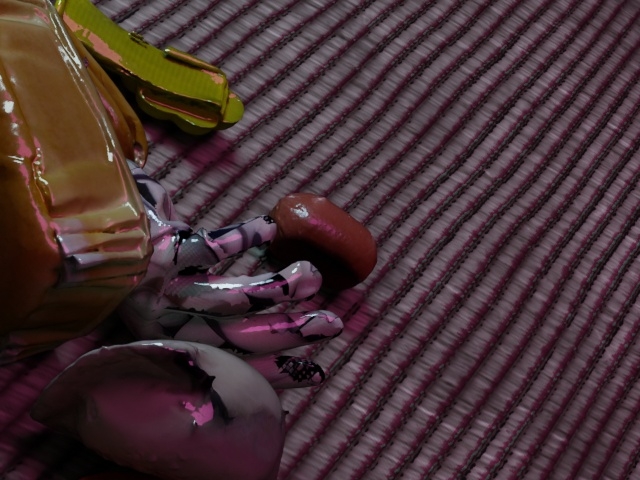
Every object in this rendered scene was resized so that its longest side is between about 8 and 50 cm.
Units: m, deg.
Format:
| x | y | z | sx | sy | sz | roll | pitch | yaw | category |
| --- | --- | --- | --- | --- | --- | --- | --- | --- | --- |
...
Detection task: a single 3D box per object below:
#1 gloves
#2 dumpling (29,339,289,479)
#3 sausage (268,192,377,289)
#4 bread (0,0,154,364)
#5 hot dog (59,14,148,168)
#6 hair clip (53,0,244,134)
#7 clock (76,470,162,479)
| x | y | z | sx | sy | sz | roll | pitch | yaw | category |
| --- | --- | --- | --- | --- | --- | --- | --- | --- | --- |
| -0.088 | 0.034 | 1.357 | 0.212 | 0.127 | 0.111 | 45 | 47 | 16 | gloves |
| -0.099 | 0.109 | 1.251 | 0.176 | 0.150 | 0.092 | 13 | 79 | -66 | dumpling |
| 0.000 | 0.000 | 1.519 | 0.094 | 0.059 | 0.054 | 32 | 47 | -20 | sausage |
| -0.209 | -0.050 | 1.299 | 0.107 | 0.136 | 0.241 | 2 | 55 | -44 | bread |
| -0.217 | -0.141 | 1.433 | 0.249 | 0.068 | 0.100 | 51 | 4 | 6 | hot dog |
| -0.137 | -0.132 | 1.526 | 0.173 | 0.046 | 0.072 | 27 | 42 | -20 | hair clip |
| -0.095 | 0.231 | 1.205 | 0.205 | 0.051 | 0.205 | 27 | 38 | -23 | clock |
